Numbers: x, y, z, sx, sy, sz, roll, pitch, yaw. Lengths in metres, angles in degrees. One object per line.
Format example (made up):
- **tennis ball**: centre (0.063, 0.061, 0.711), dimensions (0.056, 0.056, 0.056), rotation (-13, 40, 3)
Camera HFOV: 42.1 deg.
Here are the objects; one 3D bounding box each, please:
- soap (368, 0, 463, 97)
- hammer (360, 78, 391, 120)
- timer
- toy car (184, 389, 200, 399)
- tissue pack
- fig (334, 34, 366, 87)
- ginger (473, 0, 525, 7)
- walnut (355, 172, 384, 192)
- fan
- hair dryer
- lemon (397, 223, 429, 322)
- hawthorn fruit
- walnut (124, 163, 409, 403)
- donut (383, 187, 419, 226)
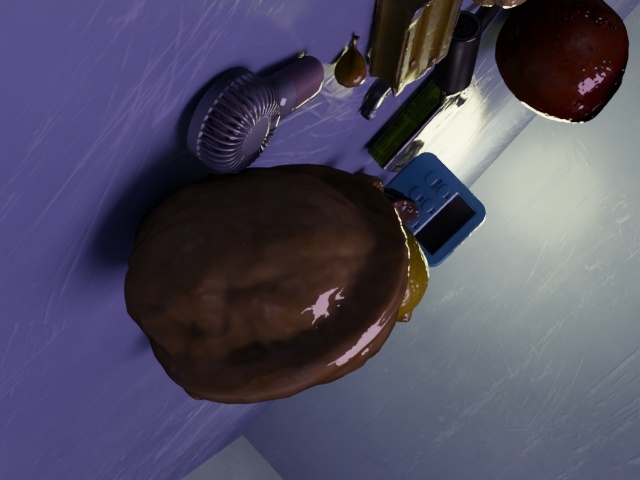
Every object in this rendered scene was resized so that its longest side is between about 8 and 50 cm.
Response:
- **soap**: centre (0.147, -0.335, 1.284), dimensions (0.135, 0.076, 0.233), rotation (-42, 167, -15)
- **hammer**: centre (0.172, -0.318, 1.556), dimensions (0.246, 0.029, 0.103), rotation (-40, 168, -30)
- **timer**: centre (0.295, -0.083, 2.243), dimensions (0.232, 0.250, 0.091), rotation (-45, 170, -5)
- **toy car**: centre (-0.183, 0.220, 1.694), dimensions (0.240, 0.271, 0.340), rotation (-24, 165, -10)
- **tissue pack**: centre (0.212, -0.252, 1.803), dimensions (0.235, 0.073, 0.173), rotation (-47, 170, 10)
- **fig**: centre (0.049, -0.271, 1.253), dimensions (0.050, 0.050, 0.083), rotation (-33, 142, -46)
- **ginger**: centre (0.315, -0.490, 1.155), dimensions (0.348, 0.122, 0.363), rotation (-62, 173, 17)
- **walnut**: centre (0.099, -0.113, 1.889), dimensions (0.096, 0.082, 0.079), rotation (-30, -167, -36)
- **fan**: centre (-0.077, -0.177, 1.085), dimensions (0.244, 0.074, 0.130), rotation (-41, 158, -43)
- **hair dryer**: centre (0.300, -0.394, 1.592), dimensions (0.248, 0.078, 0.195), rotation (-52, 161, -24)
- **lemon**: centre (0.114, 0.063, 1.884), dimensions (0.267, 0.267, 0.267), rotation (-43, 168, -11)
- **hawthorn fruit**: centre (0.537, -0.406, 1.829), dimensions (0.316, 0.316, 0.316), rotation (-43, 168, -11)
- **walnut**: centre (-0.074, 0.060, 1.159), dimensions (0.383, 0.383, 0.383), rotation (-43, 168, -11)
- **donut**: centre (0.133, -0.040, 2.130), dimensions (0.216, 0.096, 0.230), rotation (-8, 140, -41)
